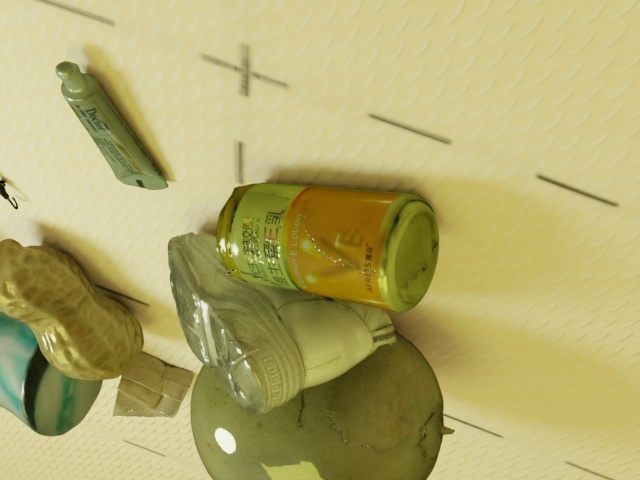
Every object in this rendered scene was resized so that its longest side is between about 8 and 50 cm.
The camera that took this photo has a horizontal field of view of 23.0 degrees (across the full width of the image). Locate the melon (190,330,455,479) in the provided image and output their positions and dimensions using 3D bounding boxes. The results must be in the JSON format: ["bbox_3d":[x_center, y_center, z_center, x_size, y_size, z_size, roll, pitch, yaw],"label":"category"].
[{"bbox_3d":[0.004,0.222,1.947,0.330,0.269,0.268,-2,147,22],"label":"melon"}]

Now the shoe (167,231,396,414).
[{"bbox_3d":[-0.046,0.073,1.828,0.342,0.210,0.132,-136,34,-57],"label":"shoe"}]

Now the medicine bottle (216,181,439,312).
[{"bbox_3d":[0.000,0.000,1.681,0.238,0.124,0.124,6,150,32],"label":"medicine bottle"}]

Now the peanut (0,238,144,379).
[{"bbox_3d":[-0.357,0.101,2.170,0.120,0.136,0.298,-17,136,26],"label":"peanut"}]

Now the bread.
[{"bbox_3d":[-0.263,0.240,2.440,0.105,0.077,0.152,24,157,0],"label":"bread"}]

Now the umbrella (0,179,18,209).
[{"bbox_3d":[-0.423,-0.084,1.995,0.022,0.022,0.149,-26,138,10],"label":"umbrella"}]

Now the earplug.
[{"bbox_3d":[-0.509,0.166,2.411,0.324,0.185,0.185,15,155,30],"label":"earplug"}]

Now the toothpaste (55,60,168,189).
[{"bbox_3d":[-0.236,-0.122,1.737,0.067,0.037,0.255,8,155,19],"label":"toothpaste"}]
